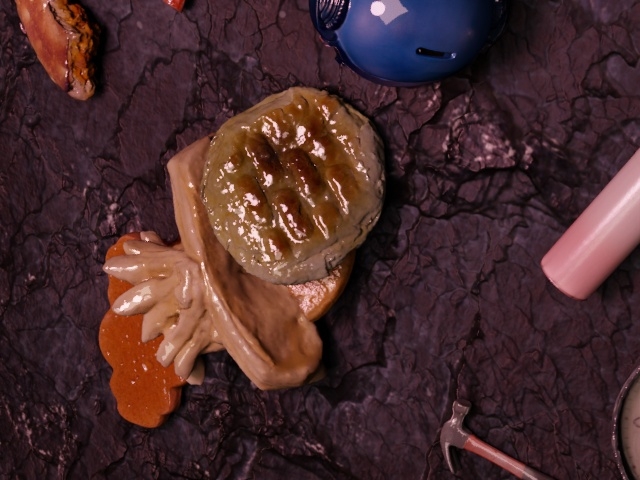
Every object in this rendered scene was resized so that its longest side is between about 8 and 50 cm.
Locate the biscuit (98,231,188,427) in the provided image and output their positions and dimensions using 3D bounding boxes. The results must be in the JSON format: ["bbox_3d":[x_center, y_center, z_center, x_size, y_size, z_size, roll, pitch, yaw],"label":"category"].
[{"bbox_3d":[-0.287,0.156,2.172,0.202,0.047,0.334,13,105,26],"label":"biscuit"}]

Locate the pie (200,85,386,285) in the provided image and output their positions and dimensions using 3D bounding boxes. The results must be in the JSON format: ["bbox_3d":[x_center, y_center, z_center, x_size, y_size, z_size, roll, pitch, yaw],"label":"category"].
[{"bbox_3d":[-0.041,-0.089,1.916,0.306,0.071,0.306,-1,79,4],"label":"pie"}]

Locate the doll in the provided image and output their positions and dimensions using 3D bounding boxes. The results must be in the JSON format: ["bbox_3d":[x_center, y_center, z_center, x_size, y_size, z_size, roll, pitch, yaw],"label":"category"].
[{"bbox_3d":[0.129,-0.361,1.734,0.240,0.284,0.310,-125,44,-57],"label":"doll"}]

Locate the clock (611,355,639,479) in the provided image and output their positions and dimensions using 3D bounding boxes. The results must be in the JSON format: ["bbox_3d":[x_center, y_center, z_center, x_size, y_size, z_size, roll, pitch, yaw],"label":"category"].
[{"bbox_3d":[0.561,0.271,1.747,0.325,0.067,0.325,6,104,26],"label":"clock"}]

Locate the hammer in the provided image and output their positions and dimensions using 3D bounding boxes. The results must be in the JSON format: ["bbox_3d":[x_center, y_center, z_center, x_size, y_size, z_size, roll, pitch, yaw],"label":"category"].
[{"bbox_3d":[0.310,0.349,1.913,0.287,0.033,0.111,27,111,20],"label":"hammer"}]

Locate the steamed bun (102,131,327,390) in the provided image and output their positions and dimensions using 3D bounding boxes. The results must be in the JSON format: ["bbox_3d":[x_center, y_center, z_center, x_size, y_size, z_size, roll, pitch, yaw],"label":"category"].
[{"bbox_3d":[-0.180,0.072,1.998,0.189,0.247,0.428,-28,89,42],"label":"steamed bun"}]

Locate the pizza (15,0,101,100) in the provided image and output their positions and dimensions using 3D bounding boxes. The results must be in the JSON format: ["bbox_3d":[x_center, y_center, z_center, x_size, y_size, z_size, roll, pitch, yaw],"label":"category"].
[{"bbox_3d":[-0.435,-0.378,2.108,0.161,0.085,0.305,-20,90,51],"label":"pizza"}]

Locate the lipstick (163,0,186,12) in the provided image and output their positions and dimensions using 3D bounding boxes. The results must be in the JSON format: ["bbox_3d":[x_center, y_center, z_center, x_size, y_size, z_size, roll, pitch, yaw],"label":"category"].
[{"bbox_3d":[-0.186,-0.481,1.964,0.061,0.068,0.274,32,112,21],"label":"lipstick"}]

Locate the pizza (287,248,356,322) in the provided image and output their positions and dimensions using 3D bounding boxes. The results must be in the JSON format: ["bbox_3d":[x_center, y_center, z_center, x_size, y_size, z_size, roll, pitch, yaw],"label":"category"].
[{"bbox_3d":[0.000,0.000,1.973,0.127,0.058,0.246,-9,85,11],"label":"pizza"}]

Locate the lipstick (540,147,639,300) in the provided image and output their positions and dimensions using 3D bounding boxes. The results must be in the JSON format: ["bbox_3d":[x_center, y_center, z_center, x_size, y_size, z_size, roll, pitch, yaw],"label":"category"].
[{"bbox_3d":[0.433,-0.060,1.727,0.087,0.087,0.327,44,117,13],"label":"lipstick"}]
